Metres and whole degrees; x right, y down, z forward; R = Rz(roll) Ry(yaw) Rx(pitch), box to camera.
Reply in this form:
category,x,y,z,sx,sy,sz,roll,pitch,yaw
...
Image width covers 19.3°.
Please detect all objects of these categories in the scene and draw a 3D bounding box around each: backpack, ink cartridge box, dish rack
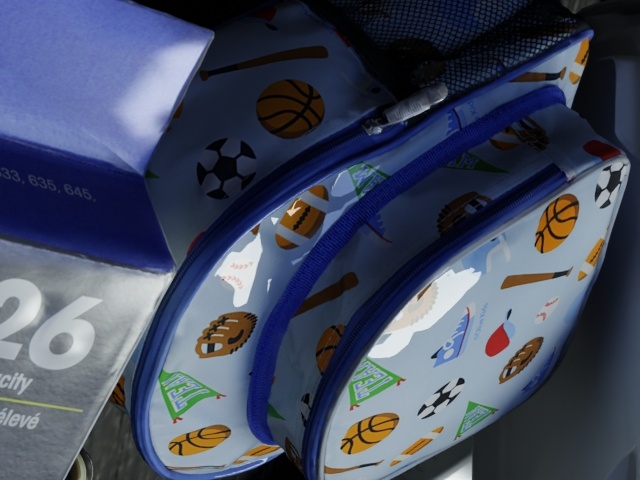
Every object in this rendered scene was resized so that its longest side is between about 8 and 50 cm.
category,x,y,z,sx,sy,sz,roll,pitch,yaw
backpack,0.000,0.000,0.895,0.263,0.213,0.276,-22,141,-25
ink cartridge box,-0.211,0.027,0.691,0.303,0.072,0.307,15,113,-38
dish rack,0.148,0.030,1.006,0.072,0.285,0.333,1,91,-14

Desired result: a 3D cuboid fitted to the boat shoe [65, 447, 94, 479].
category,x,y,z,sx,sy,sz,roll,pitch,yaw
boat shoe,-0.158,0.161,0.984,0.049,0.056,0.152,-6,135,-56

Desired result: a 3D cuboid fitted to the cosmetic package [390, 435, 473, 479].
category,x,y,z,sx,sy,sz,roll,pitch,yaw
cosmetic package,0.060,0.188,1.194,0.231,0.085,0.117,-34,118,-13
